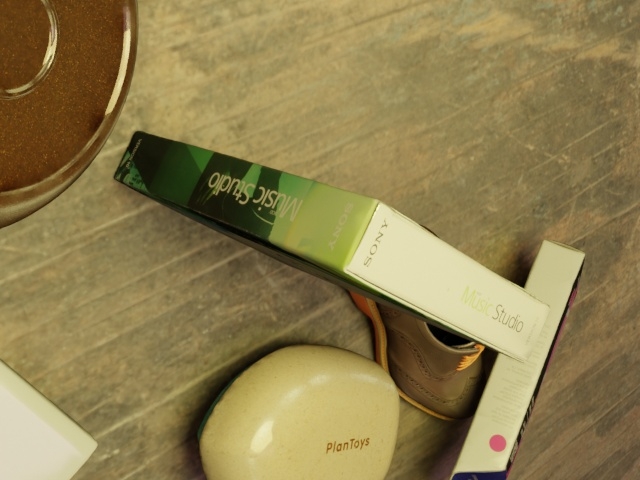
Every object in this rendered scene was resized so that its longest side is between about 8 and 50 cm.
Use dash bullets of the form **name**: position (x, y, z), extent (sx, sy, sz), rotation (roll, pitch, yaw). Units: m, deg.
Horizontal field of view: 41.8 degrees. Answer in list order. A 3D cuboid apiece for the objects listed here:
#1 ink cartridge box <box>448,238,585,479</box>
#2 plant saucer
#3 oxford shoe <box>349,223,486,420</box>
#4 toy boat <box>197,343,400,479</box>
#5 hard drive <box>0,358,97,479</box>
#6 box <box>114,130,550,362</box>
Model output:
- **ink cartridge box**: position (0.245, 0.195, 1.077), extent (0.371, 0.069, 0.176), rotation (-63, 160, -12)
- **plant saucer**: position (-0.229, -0.145, 0.582), extent (0.310, 0.050, 0.311), rotation (-35, 134, -47)
- **oxford shoe**: position (0.143, 0.121, 0.990), extent (0.130, 0.132, 0.364), rotation (-49, 135, -17)
- **toy boat**: position (-0.046, 0.264, 0.900), extent (0.267, 0.148, 0.318), rotation (14, 89, -47)
- **hard drive**: position (-0.350, 0.133, 0.609), extent (0.210, 0.040, 0.319), rotation (-48, 118, -16)
- **box**: position (0.000, 0.000, 0.706), extent (0.232, 0.322, 0.058), rotation (28, 84, -42)
